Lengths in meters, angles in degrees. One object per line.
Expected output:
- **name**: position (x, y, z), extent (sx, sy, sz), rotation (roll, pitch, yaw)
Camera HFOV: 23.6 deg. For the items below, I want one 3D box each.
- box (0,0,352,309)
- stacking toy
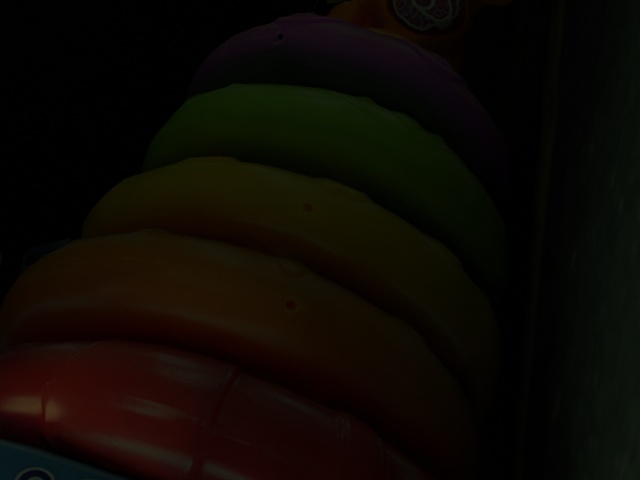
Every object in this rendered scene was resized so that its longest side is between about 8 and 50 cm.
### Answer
- **box**: position (-0.070, -0.107, 0.534), extent (0.395, 0.097, 0.318), rotation (3, -78, -68)
- **stacking toy**: position (0.000, 0.000, 0.463), extent (0.165, 0.175, 0.302), rotation (95, -165, -58)
